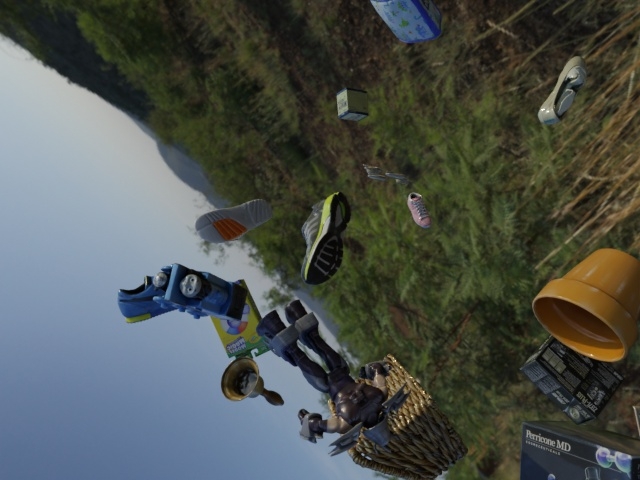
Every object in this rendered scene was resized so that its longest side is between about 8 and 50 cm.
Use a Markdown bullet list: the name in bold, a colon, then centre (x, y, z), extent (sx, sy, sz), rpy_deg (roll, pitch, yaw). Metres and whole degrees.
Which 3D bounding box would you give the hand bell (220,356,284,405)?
- **hand bell**: centre (-0.171, 0.444, 1.483), extent (0.126, 0.126, 0.242), rpy_deg (46, 178, 43)

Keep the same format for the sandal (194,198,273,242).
- **sandal**: centre (-0.256, -0.046, 1.497), extent (0.076, 0.265, 0.102), rpy_deg (-40, 76, 49)

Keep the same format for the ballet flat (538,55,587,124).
- **ballet flat**: centre (0.770, -0.467, 1.558), extent (0.086, 0.248, 0.086), rpy_deg (30, 178, 1)

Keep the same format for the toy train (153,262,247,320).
- **toy train**: centre (-0.208, 0.092, 0.881), extent (0.105, 0.080, 0.184), rpy_deg (2, 161, 21)

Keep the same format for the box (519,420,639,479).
- **box**: centre (0.634, 0.644, 1.140), extent (0.212, 0.395, 0.293), rpy_deg (10, 171, -22)

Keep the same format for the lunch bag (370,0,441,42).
- **lunch bag**: centre (0.194, -0.505, 1.101), extent (0.129, 0.096, 0.151), rpy_deg (39, -166, -29)

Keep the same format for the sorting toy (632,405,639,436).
- **sorting toy**: centre (0.568, 0.311, 0.847), extent (0.012, 0.083, 0.062), rpy_deg (124, 151, -57)

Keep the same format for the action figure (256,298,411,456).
- **action figure**: centre (0.020, 0.222, 0.816), extent (0.285, 0.185, 0.099), rpy_deg (46, 140, 25)

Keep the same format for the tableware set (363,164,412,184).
- **tableware set**: centre (0.205, -0.200, 1.553), extent (0.141, 0.020, 0.169), rpy_deg (14, 179, 18)

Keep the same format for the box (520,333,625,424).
- **box**: centre (0.609, 0.323, 1.222), extent (0.180, 0.147, 0.077), rpy_deg (45, 152, 17)

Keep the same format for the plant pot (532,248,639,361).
- **plant pot**: centre (0.609, 0.126, 1.102), extent (0.205, 0.188, 0.205), rpy_deg (40, 163, 15)

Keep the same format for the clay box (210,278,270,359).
- **clay box**: centre (-0.236, 0.238, 1.453), extent (0.222, 0.127, 0.053), rpy_deg (64, -175, 7)

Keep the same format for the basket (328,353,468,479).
- **basket**: centre (0.180, 0.456, 1.213), extent (0.213, 0.223, 0.299), rpy_deg (55, 175, -13)

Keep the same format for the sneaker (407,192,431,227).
- **sneaker**: centre (0.341, -0.109, 1.741), extent (0.070, 0.051, 0.134), rpy_deg (79, 168, -57)

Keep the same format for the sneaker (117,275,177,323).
- **sneaker**: centre (-0.324, 0.106, 1.077), extent (0.069, 0.209, 0.082), rpy_deg (16, 120, 63)

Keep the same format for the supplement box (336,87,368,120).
- **supplement box**: centre (0.103, -0.435, 1.614), extent (0.056, 0.083, 0.083), rpy_deg (-14, 79, 57)

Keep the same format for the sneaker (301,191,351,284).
- **sneaker**: centre (0.000, 0.000, 1.467), extent (0.121, 0.300, 0.111), rpy_deg (-14, 136, 43)
